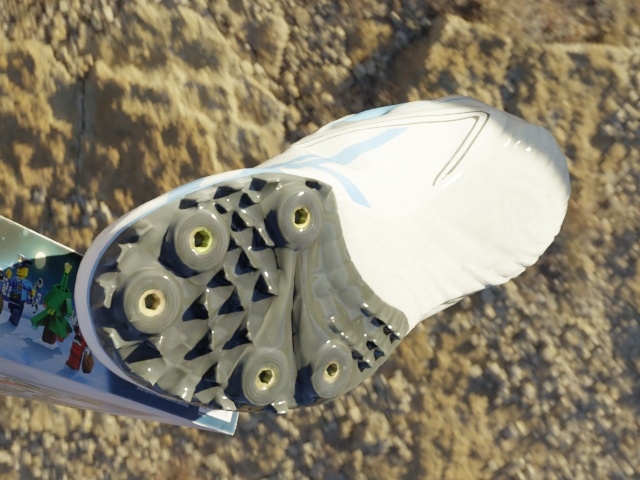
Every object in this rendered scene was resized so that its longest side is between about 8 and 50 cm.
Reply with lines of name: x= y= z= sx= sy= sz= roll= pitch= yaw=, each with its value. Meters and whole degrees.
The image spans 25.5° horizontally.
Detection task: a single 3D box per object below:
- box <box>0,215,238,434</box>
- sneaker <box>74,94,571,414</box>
box: x=-0.148 y=0.020 z=0.512 sx=0.233 sy=0.159 sz=0.044 roll=34 pitch=65 yaw=-60
sneaker: x=0.000 y=0.000 z=0.502 sx=0.237 sy=0.086 sz=0.085 roll=-18 pitch=111 yaw=-49
